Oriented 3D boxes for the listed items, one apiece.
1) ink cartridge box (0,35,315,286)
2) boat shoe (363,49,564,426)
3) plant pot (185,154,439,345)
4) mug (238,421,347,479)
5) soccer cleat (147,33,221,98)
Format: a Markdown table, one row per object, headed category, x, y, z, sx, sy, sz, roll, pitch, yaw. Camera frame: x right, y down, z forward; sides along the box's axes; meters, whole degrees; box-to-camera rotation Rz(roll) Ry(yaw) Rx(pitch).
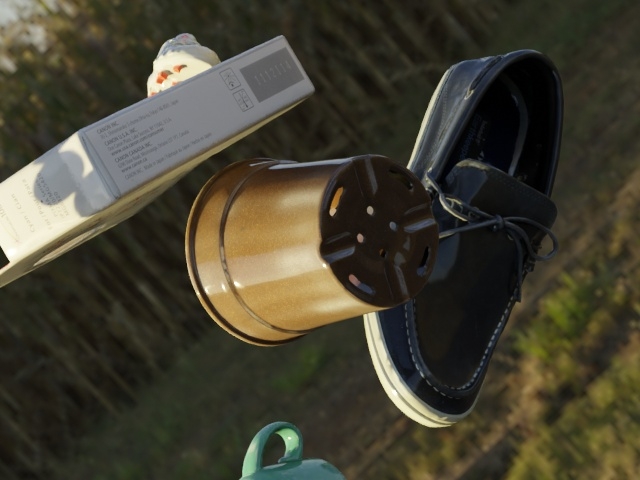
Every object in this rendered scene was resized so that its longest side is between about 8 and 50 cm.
| category | x | y | z | sx | sy | sz | roll | pitch | yaw |
| --- | --- | --- | --- | --- | --- | --- | --- | --- | --- |
| ink cartridge box | -0.179 | -0.055 | 1.381 | 0.261 | 0.066 | 0.296 | -29 | 3 | 37 |
| boat shoe | 0.178 | -0.022 | 1.893 | 0.156 | 0.187 | 0.500 | -28 | 38 | 52 |
| plant pot | 0.000 | 0.000 | 1.359 | 0.165 | 0.167 | 0.167 | -11 | 30 | 53 |
| mug | -0.043 | 0.274 | 1.591 | 0.097 | 0.157 | 0.129 | -5 | -46 | -40 |
| soccer cleat | -0.152 | -0.199 | 1.795 | 0.196 | 0.068 | 0.076 | 162 | 126 | -72 |
